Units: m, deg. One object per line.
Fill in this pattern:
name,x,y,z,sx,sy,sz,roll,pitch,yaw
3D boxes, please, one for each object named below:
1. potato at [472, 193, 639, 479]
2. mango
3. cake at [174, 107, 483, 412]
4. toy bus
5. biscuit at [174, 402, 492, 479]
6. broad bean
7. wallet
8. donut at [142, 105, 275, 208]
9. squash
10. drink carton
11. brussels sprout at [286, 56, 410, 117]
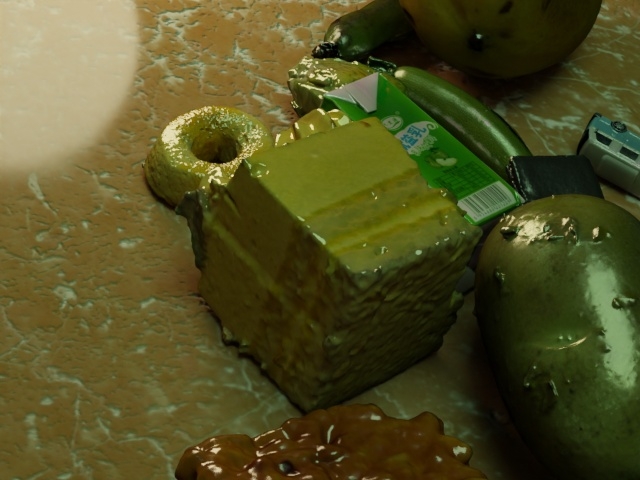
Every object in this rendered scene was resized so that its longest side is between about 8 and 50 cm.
potato,0.287,0.106,1.606,0.219,0.269,0.359,-26,34,18
mango,0.271,-0.389,2.144,0.445,0.220,0.301,-36,101,-53
cake,0.000,0.000,1.655,0.227,0.222,0.286,-22,55,-39
toy bus,0.408,-0.113,2.041,0.123,0.060,0.075,30,46,10
biscuit,0.038,0.278,1.419,0.312,0.110,0.318,-11,33,-28
broad bean,0.084,-0.307,2.135,0.077,0.061,0.339,31,42,27
wallet,0.323,-0.003,1.882,0.124,0.025,0.244,-3,59,-24
donut,-0.127,-0.102,1.835,0.162,0.065,0.178,22,42,5
squash,0.194,-0.154,2.000,0.318,0.071,0.080,41,26,20
drink carton,0.105,-0.055,1.798,0.108,0.161,0.271,-25,59,-39
brussels sprout,0.037,-0.184,1.960,0.181,0.100,0.139,19,35,39
